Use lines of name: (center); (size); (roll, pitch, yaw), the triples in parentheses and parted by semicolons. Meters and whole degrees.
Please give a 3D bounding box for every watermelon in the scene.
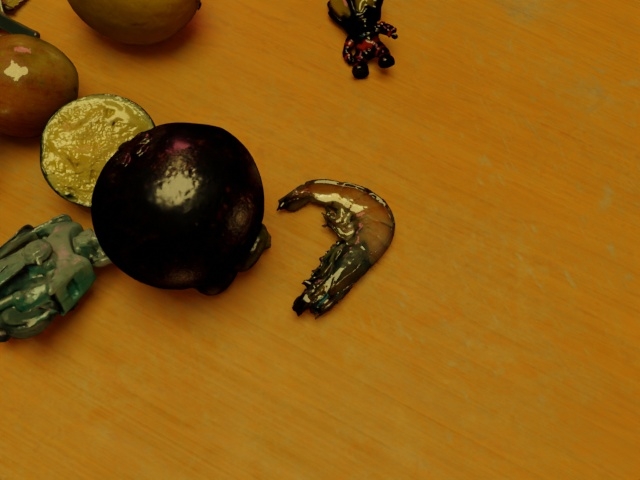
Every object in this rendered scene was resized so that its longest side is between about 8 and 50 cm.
watermelon: (-0.397, -0.161, 1.370); (0.232, 0.127, 0.204); (-20, 94, -18)

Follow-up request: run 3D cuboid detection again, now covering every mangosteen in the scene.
mangosteen: (-0.231, -0.041, 1.241); (0.297, 0.313, 0.297); (-2, 37, 2)

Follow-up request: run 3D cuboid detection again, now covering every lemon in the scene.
lemon: (-0.369, -0.505, 1.467); (0.263, 0.236, 0.236); (32, 69, 17)

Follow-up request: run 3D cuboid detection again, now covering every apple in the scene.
apple: (-0.547, -0.286, 1.386); (0.196, 0.196, 0.196); (1, 67, -2)

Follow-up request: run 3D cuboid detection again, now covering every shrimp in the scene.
shrimp: (0.000, 0.000, 1.363); (0.222, 0.054, 0.290); (32, 66, 9)

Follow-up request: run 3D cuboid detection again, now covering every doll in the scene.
doll: (0.086, -0.462, 1.548); (0.127, 0.088, 0.248); (-6, 71, -6)

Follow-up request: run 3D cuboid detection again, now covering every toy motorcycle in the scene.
toy motorcycle: (-0.481, 0.053, 1.277); (0.206, 0.154, 0.260); (17, 50, 26)

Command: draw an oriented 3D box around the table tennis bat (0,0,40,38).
table tennis bat: (-0.699, -0.475, 1.524); (0.274, 0.021, 0.154); (29, 93, 3)

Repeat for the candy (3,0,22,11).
candy: (-0.724, -0.618, 1.579); (0.297, 0.081, 0.187); (33, 70, 0)
